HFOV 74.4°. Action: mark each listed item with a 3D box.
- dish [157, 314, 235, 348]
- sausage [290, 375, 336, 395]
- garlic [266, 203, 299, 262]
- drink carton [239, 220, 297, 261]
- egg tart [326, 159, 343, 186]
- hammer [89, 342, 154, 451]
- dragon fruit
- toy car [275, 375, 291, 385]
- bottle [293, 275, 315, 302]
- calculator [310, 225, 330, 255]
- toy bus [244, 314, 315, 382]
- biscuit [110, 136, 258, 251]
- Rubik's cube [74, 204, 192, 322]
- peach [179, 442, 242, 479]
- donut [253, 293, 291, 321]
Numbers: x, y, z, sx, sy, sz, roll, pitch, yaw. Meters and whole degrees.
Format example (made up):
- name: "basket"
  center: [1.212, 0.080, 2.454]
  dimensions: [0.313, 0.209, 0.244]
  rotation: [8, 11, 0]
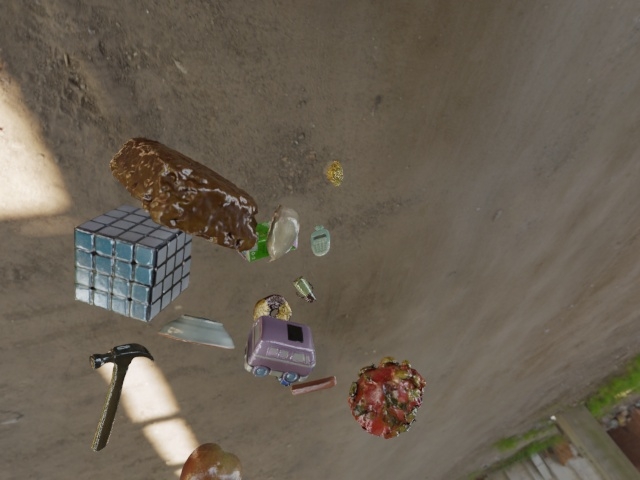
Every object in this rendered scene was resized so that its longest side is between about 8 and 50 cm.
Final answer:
- name: "dish"
  center: [-0.412, 0.303, 1.440]
  dimensions: [0.260, 0.085, 0.260]
  rotation: [12, 167, 3]
- name: "sausage"
  center: [-0.021, 0.436, 1.263]
  dimensions: [0.147, 0.030, 0.035]
  rotation: [-17, 152, 13]
- name: "garlic"
  center: [-0.126, -0.012, 1.317]
  dimensions: [0.091, 0.128, 0.198]
  rotation: [10, 94, -18]
- name: "drink carton"
  center: [-0.255, -0.007, 1.993]
  dimensions: [0.271, 0.161, 0.108]
  rotation: [-16, 128, -32]
- name: "egg tart"
  center: [0.066, -0.322, 2.024]
  dimensions: [0.049, 0.128, 0.128]
  rotation: [-4, 135, -24]
- name: "hammer"
  center: [-0.601, 0.459, 1.208]
  dimensions: [0.168, 0.044, 0.439]
  rotation: [-4, 130, -47]
- name: "dragon fruit"
  center: [0.252, 0.577, 1.592]
  dimensions: [0.269, 0.250, 0.291]
  rotation: [39, 99, -15]
- name: "toy car"
  center: [-0.165, 0.471, 1.664]
  dimensions: [0.063, 0.216, 0.103]
  rotation: [-32, 158, 4]
- name: "bottle"
  center: [-0.055, 0.180, 1.503]
  dimensions: [0.063, 0.047, 0.101]
  rotation: [-33, 100, 3]
- name: "calculator"
  center: [0.000, 0.000, 1.929]
  dimensions: [0.095, 0.153, 0.021]
  rotation: [-15, 151, 21]
- name: "toy bus"
  center: [-0.112, 0.322, 1.253]
  dimensions: [0.203, 0.142, 0.142]
  rotation: [17, 116, -17]
- name: "biscuit"
  center: [-0.377, -0.142, 1.220]
  dimensions: [0.166, 0.395, 0.343]
  rotation: [-57, 143, 4]
- name: "Rubik's cube"
  center: [-0.763, 0.080, 1.749]
  dimensions: [0.345, 0.343, 0.337]
  rotation: [13, 112, 4]
- name: "peach"
  center: [-0.448, 0.970, 1.717]
  dimensions: [0.253, 0.252, 0.252]
  rotation: [-17, 140, -14]
- name: "donut"
  center: [-0.229, 0.340, 1.957]
  dimensions: [0.184, 0.166, 0.073]
  rotation: [-38, 177, -33]
